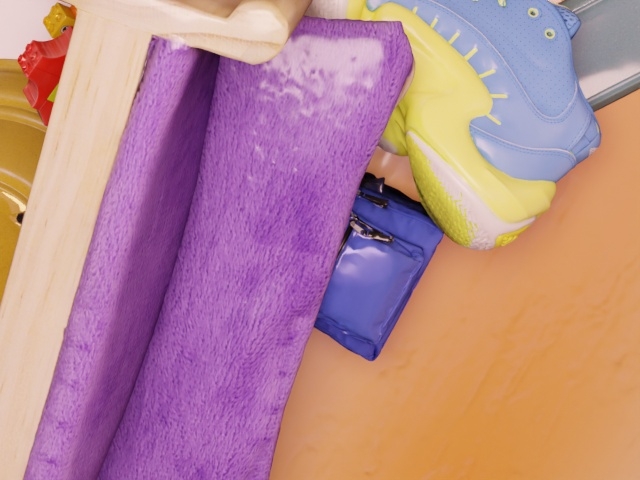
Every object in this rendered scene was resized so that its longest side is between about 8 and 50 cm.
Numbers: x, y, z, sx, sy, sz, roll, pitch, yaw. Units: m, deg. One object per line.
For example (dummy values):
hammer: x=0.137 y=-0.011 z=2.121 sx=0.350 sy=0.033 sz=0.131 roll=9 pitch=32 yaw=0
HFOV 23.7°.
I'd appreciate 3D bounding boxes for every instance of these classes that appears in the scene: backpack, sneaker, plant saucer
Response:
backpack: x=0.000 y=0.000 z=0.866 sx=0.120 sy=0.101 sz=0.098 roll=29 pitch=94 yaw=0
sneaker: x=0.065 y=-0.115 z=0.851 sx=0.126 sy=0.091 sz=0.240 roll=-33 pitch=84 yaw=-13
plant saucer: x=0.207 y=-0.135 z=0.870 sx=0.192 sy=0.018 sz=0.067 roll=-27 pitch=97 yaw=9

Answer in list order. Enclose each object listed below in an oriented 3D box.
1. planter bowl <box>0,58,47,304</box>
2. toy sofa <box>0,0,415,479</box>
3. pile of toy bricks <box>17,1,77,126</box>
planter bowl: x=-0.192 y=0.007 z=0.883 sx=0.217 sy=0.090 sz=0.217 roll=1 pitch=101 yaw=4
toy sofa: x=-0.085 y=0.039 z=0.753 sx=0.177 sy=0.150 sz=0.363 roll=19 pitch=108 yaw=1
pile of toy bricks: x=-0.105 y=-0.168 z=0.816 sx=0.105 sy=0.118 sz=0.212 roll=19 pitch=118 yaw=-45
